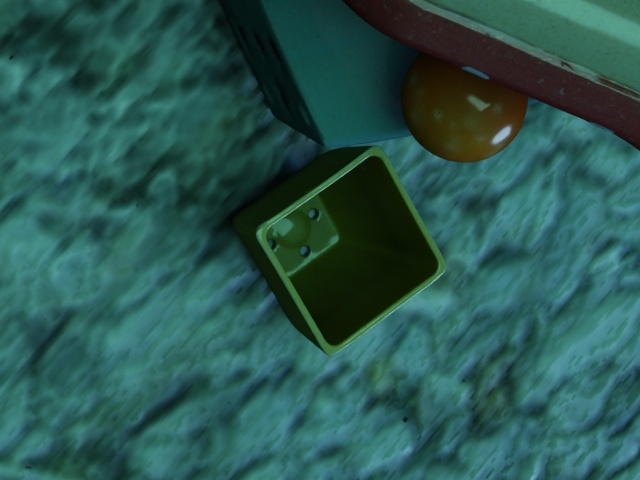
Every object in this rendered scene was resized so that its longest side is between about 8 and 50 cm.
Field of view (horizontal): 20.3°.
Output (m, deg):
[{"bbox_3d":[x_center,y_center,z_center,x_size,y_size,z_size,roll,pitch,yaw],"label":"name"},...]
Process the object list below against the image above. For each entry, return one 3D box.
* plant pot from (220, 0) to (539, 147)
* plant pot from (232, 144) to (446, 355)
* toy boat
[{"bbox_3d":[0.070,-0.150,0.917,0.234,0.165,0.166,-28,109,-9],"label":"plant pot"},{"bbox_3d":[0.000,0.000,0.945,0.081,0.083,0.081,-36,111,-16],"label":"plant pot"},{"bbox_3d":[0.089,-0.094,0.800,0.231,0.151,0.151,22,132,-14],"label":"toy boat"}]
